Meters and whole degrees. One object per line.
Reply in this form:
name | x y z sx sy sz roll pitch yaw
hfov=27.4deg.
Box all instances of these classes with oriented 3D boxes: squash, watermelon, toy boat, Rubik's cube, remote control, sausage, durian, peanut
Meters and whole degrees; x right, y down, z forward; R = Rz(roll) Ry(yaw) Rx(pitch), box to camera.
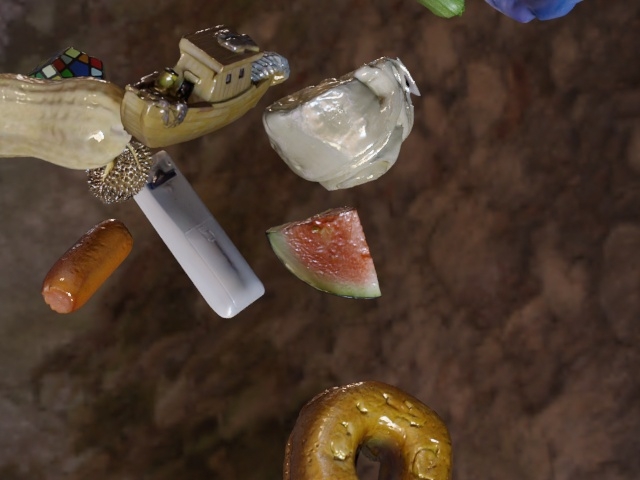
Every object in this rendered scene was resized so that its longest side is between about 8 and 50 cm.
squash | 0.199 -0.444 2.326 0.077 0.068 0.219 41 12 27
watermelon | -0.008 0.016 1.928 0.137 0.145 0.193 88 -22 -45
toy boat | -0.137 -0.192 1.581 0.121 0.089 0.321 -59 167 27
Rubik's cube | -0.355 -0.206 1.850 0.112 0.133 0.133 123 -31 -45
remote control | -0.215 -0.015 2.290 0.313 0.109 0.055 55 -39 -1
sausage | -0.351 0.035 1.997 0.197 0.076 0.076 -52 147 -47
durian | -0.311 -0.092 1.997 0.140 0.110 0.071 -36 -119 47
peanut | -0.346 -0.147 1.625 0.123 0.257 0.123 4 90 -74

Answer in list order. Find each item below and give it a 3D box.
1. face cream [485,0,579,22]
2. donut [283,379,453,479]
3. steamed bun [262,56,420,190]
face cream | 0.284 -0.412 1.579 0.249 0.225 0.249 44 -20 21
donut | 0.060 0.280 1.612 0.114 0.227 0.226 135 -47 -59
steamed bun | 0.042 -0.144 1.776 0.218 0.211 0.144 77 -12 -81
